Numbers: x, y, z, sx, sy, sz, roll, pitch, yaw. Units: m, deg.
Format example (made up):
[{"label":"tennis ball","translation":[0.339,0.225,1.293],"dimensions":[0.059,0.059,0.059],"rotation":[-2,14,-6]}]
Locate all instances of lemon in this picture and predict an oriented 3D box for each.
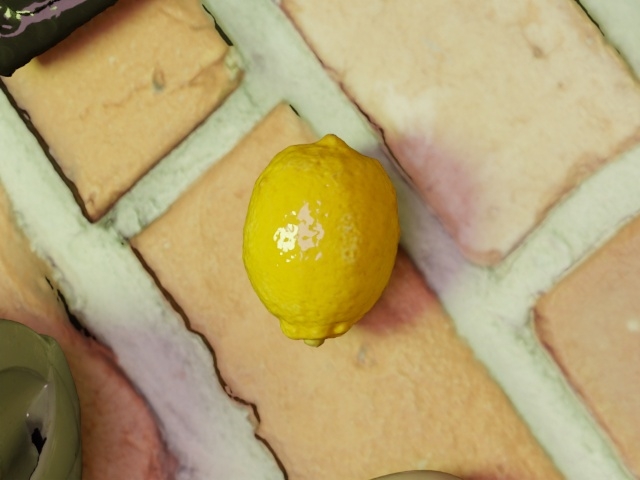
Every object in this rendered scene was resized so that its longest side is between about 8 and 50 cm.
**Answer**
[{"label":"lemon","translation":[0.000,0.000,1.367],"dimensions":[0.114,0.114,0.155],"rotation":[12,97,23]}]

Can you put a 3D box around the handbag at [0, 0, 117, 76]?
[{"label":"handbag","translation":[-0.217,-0.278,1.489],"dimensions":[0.223,0.080,0.247],"rotation":[-31,75,12]}]

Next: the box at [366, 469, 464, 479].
[{"label":"box","translation":[0.038,0.245,1.343],"dimensions":[0.200,0.088,0.146],"rotation":[-23,71,9]}]

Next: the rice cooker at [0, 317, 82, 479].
[{"label":"rice cooker","translation":[-0.328,0.180,1.418],"dimensions":[0.277,0.288,0.288],"rotation":[4,90,22]}]
